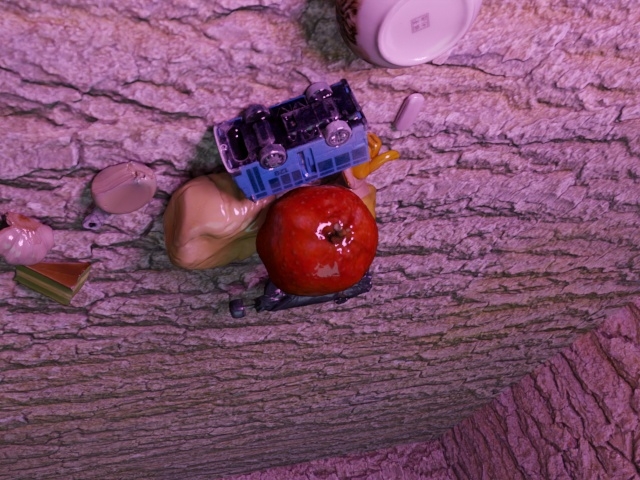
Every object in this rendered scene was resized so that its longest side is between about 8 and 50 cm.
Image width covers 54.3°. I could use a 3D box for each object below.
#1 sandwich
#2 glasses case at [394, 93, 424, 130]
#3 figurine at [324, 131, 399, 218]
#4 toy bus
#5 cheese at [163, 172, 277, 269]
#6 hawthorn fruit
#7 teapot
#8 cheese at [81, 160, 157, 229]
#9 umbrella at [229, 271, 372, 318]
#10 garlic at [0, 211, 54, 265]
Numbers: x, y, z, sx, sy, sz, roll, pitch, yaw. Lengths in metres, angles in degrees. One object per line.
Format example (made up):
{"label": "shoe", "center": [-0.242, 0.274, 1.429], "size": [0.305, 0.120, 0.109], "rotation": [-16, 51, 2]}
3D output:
{"label": "sandwich", "center": [-0.524, 0.062, 1.224], "size": [0.117, 0.074, 0.074], "rotation": [28, 134, -9]}
{"label": "glasses case", "center": [0.159, -0.229, 1.119], "size": [0.032, 0.021, 0.083], "rotation": [-7, 147, -23]}
{"label": "figurine", "center": [0.060, -0.092, 1.189], "size": [0.156, 0.131, 0.246], "rotation": [-42, 162, -36]}
{"label": "toy bus", "center": [-0.044, -0.159, 1.032], "size": [0.234, 0.116, 0.133], "rotation": [-20, 152, -2]}
{"label": "cheese", "center": [-0.182, -0.031, 1.169], "size": [0.214, 0.117, 0.226], "rotation": [-5, 151, -28]}
{"label": "hawthorn fruit", "center": [0.000, 0.000, 1.041], "size": [0.205, 0.204, 0.253], "rotation": [-10, -177, -14]}
{"label": "teapot", "center": [0.116, -0.335, 0.829], "size": [0.205, 0.139, 0.298], "rotation": [-15, 151, -3]}
{"label": "cheese", "center": [-0.355, -0.073, 1.064], "size": [0.171, 0.047, 0.092], "rotation": [-27, 147, 13]}
{"label": "umbrella", "center": [-0.045, 0.115, 1.474], "size": [0.349, 0.094, 0.143], "rotation": [-12, 154, -6]}
{"label": "garlic", "center": [-0.516, 0.008, 1.081], "size": [0.094, 0.074, 0.113], "rotation": [-48, 155, 24]}
